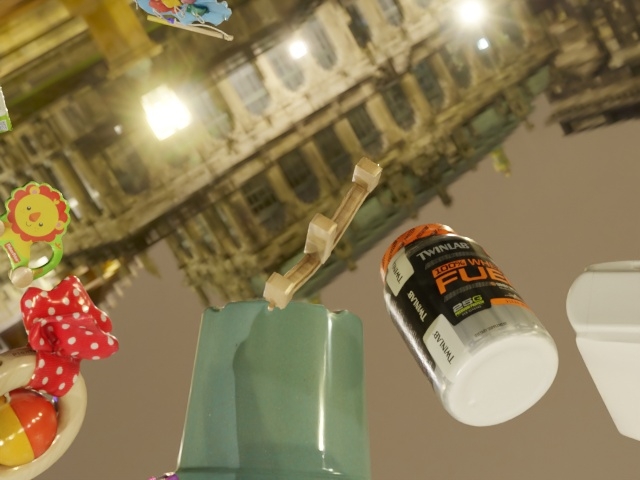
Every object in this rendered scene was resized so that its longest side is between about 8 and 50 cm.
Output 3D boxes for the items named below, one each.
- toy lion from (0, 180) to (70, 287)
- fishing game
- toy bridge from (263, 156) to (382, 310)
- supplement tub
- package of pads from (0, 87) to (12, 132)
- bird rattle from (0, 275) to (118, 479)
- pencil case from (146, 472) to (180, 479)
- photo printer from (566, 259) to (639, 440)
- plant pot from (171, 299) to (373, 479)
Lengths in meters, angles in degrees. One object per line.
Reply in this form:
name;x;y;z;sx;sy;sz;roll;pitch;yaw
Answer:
toy lion;-0.319;-0.011;1.144;0.096;0.100;0.034;-30;-162;-16
fishing game;-0.217;-0.329;1.411;0.264;0.189;0.041;83;23;-83
toy bridge;0.000;0.000;1.023;0.188;0.026;0.063;-53;168;-30
supplement tub;0.236;0.130;1.741;0.207;0.207;0.338;-30;-139;0
package of pads;-0.611;-0.253;1.532;0.229;0.101;0.296;-19;-129;-17
bird rattle;-0.320;0.163;1.070;0.143;0.207;0.253;27;-133;30
pencil case;-0.165;0.396;1.249;0.104;0.236;0.104;-31;179;0
photo printer;0.420;0.136;1.093;0.256;0.307;0.107;-1;-122;27
plant pot;-0.068;0.276;1.562;0.341;0.334;0.341;2;165;0
